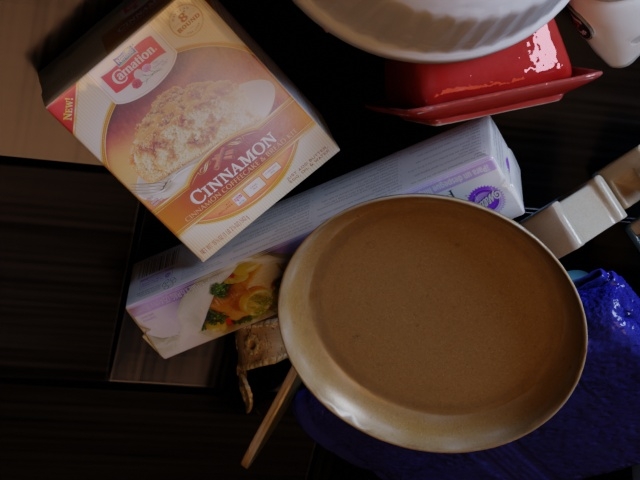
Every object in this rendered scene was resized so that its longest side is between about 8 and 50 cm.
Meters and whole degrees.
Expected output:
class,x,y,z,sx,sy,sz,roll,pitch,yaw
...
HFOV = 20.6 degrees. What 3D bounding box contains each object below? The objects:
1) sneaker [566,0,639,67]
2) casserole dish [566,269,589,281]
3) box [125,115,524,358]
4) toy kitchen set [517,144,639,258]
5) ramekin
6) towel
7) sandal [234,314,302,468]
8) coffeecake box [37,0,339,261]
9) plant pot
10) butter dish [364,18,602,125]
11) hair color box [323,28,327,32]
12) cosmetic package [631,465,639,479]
class,x,y,z,sx,sy,sz,roll,pitch,yaw
sneaker,0.340,-0.245,1.376,0.331,0.122,0.146,-25,138,-1
casserole dish,0.195,0.107,1.564,0.188,0.037,0.114,-35,122,4
box,0.000,0.000,1.380,0.324,0.067,0.063,-23,123,16
toy kitchen set,0.257,0.047,1.461,0.166,0.122,0.207,-30,86,-37
ramekin,0.085,-0.261,1.210,0.273,0.127,0.272,0,89,-11
towel,0.161,0.134,1.478,0.308,0.076,0.228,-20,139,27
sandal,-0.033,0.068,1.469,0.079,0.088,0.240,31,101,5
coffeecake box,-0.100,-0.098,1.346,0.142,0.068,0.185,-39,121,8
plant pot,0.085,0.060,1.340,0.236,0.032,0.236,6,123,9
butter dish,0.113,-0.157,1.345,0.160,0.160,0.118,-13,98,-9
hair color box,-0.008,-0.233,1.311,0.072,0.043,0.141,-34,121,4
cosmetic package,0.432,0.204,1.552,0.225,0.138,0.224,28,127,-16
